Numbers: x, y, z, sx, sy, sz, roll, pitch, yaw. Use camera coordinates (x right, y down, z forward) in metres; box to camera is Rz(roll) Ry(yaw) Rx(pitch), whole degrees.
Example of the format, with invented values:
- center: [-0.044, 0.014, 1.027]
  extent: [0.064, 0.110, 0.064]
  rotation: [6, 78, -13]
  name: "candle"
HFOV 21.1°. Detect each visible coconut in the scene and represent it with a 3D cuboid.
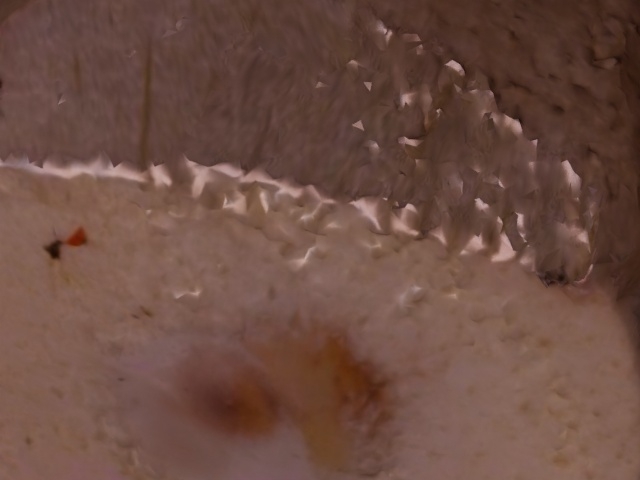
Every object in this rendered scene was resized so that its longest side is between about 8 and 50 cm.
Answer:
- center: [0.000, 0.000, 0.605]
  extent: [0.297, 0.254, 0.297]
  rotation: [4, 122, 6]
  name: "coconut"
